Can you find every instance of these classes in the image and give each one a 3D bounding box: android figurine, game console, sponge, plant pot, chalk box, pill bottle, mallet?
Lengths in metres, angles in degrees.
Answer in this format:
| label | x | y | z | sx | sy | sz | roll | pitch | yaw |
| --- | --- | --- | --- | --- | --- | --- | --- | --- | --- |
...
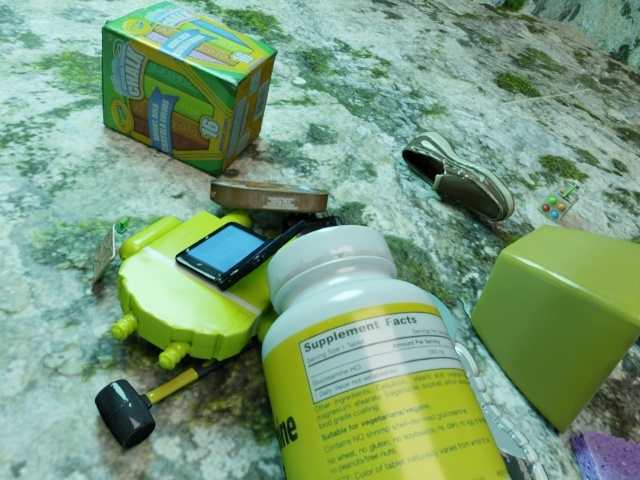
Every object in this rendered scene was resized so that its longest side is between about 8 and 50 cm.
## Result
| label | x | y | z | sx | sy | sz | roll | pitch | yaw |
| --- | --- | --- | --- | --- | --- | --- | --- | --- | --- |
| android figurine | -0.134 | 0.049 | 0.576 | 0.248 | 0.056 | 0.273 | 27 | 36 | 8 |
| game console | -0.095 | 0.000 | 0.559 | 0.071 | 0.107 | 0.122 | 52 | 36 | -4 |
| sponge | 0.386 | 0.342 | 0.538 | 0.117 | 0.031 | 0.210 | 15 | 42 | -9 |
| plant pot | 0.348 | 0.097 | 0.656 | 0.212 | 0.212 | 0.187 | -21 | 45 | -37 |
| chalk box | -0.250 | -0.274 | 0.780 | 0.288 | 0.180 | 0.179 | 23 | 42 | 2 |
| pill bottle | 0.049 | 0.160 | 0.433 | 0.187 | 0.188 | 0.334 | -1 | 56 | -24 |
| mallet | -0.153 | 0.145 | 0.509 | 0.062 | 0.039 | 0.189 | 36 | 39 | 18 |

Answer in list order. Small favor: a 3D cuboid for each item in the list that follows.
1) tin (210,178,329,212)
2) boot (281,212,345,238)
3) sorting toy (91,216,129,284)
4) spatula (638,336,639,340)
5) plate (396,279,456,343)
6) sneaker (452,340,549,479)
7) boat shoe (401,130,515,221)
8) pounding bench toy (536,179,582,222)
| label | x | y | z | sx | sy | sz | roll | pitch | yaw |
| --- | --- | --- | --- | --- | --- | --- | --- | --- | --- |
| tin | -0.077 | -0.069 | 0.712 | 0.189 | 0.040 | 0.106 | 2 | 8 | -25 |
| boot | 0.000 | 0.000 | 0.708 | 0.099 | 0.045 | 0.121 | -2 | 41 | -28 |
| sorting toy | -0.259 | 0.010 | 0.564 | 0.012 | 0.083 | 0.062 | 24 | 34 | -37 |
| spatula | 0.519 | 0.126 | 0.812 | 0.084 | 0.030 | 0.296 | -20 | 58 | -36 |
| plate | 0.090 | 0.098 | 0.619 | 0.188 | 0.024 | 0.188 | 3 | 31 | -2 |
| sneaker | 0.149 | 0.223 | 0.529 | 0.132 | 0.086 | 0.229 | -3 | 38 | -19 |
| boat shoe | 0.262 | -0.117 | 0.916 | 0.095 | 0.095 | 0.257 | -26 | 54 | -24 |
| pounding bench toy | 0.526 | -0.091 | 0.994 | 0.052 | 0.083 | 0.065 | 44 | 46 | 21 |
